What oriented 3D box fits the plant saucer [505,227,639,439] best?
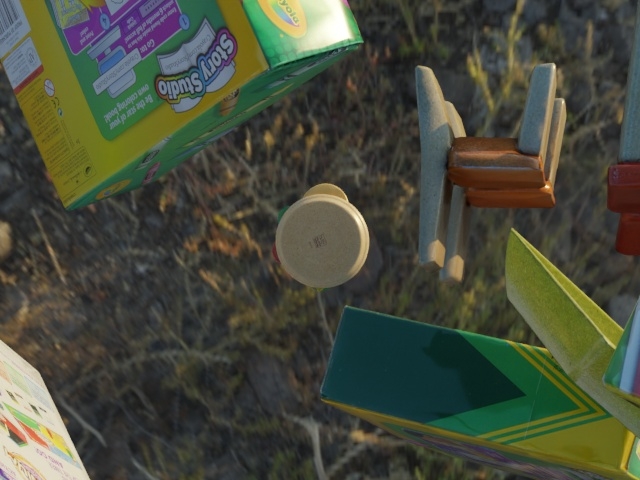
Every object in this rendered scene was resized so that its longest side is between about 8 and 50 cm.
[{"bbox_3d":[0.229,0.096,1.155,0.045,0.188,0.188,-46,30,9],"label":"plant saucer"}]

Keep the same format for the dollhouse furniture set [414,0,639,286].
[{"bbox_3d":[0.169,-0.011,0.607,0.262,0.259,0.135,0,83,12],"label":"dollhouse furniture set"}]

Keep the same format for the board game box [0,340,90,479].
[{"bbox_3d":[-0.319,0.194,1.406,0.064,0.242,0.316,-37,46,0],"label":"board game box"}]

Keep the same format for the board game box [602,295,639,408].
[{"bbox_3d":[0.189,0.021,0.281,0.259,0.039,0.124,23,86,42],"label":"board game box"}]

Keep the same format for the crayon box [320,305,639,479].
[{"bbox_3d":[0.220,0.183,1.463,0.313,0.363,0.106,10,78,28],"label":"crayon box"}]

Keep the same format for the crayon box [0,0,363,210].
[{"bbox_3d":[-0.110,-0.143,0.945,0.081,0.278,0.165,-21,87,-40],"label":"crayon box"}]

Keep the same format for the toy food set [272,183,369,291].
[{"bbox_3d":[0.000,0.000,1.221,0.082,0.020,0.083,-39,87,7],"label":"toy food set"}]
